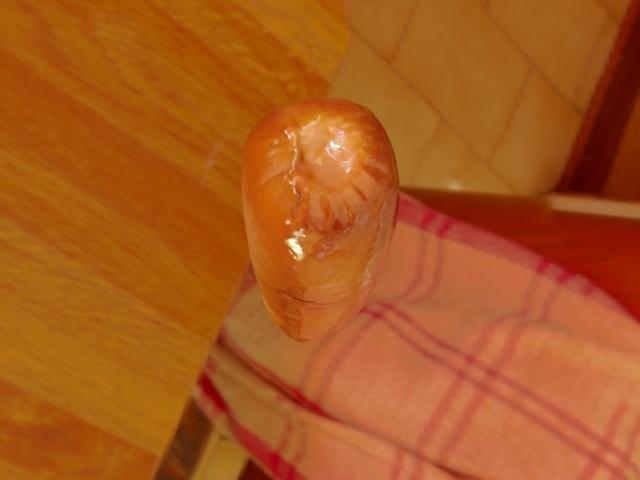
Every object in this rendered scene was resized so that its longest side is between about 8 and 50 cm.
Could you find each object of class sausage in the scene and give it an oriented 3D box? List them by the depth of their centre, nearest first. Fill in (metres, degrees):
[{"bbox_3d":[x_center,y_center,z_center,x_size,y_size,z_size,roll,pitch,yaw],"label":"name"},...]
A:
[{"bbox_3d":[0.000,0.000,0.723,0.083,0.300,0.089,-11,77,-3],"label":"sausage"}]
